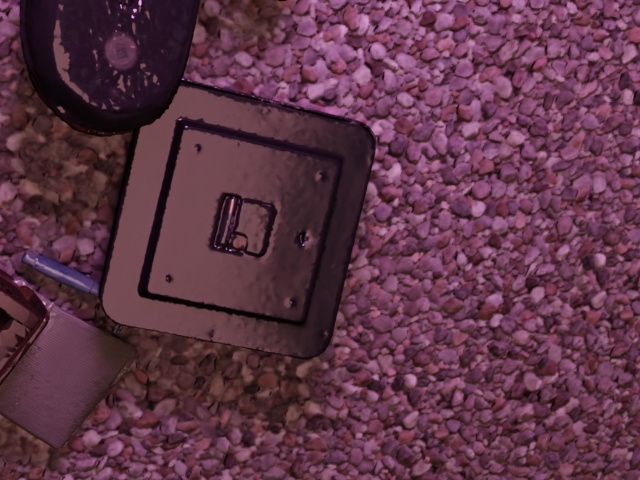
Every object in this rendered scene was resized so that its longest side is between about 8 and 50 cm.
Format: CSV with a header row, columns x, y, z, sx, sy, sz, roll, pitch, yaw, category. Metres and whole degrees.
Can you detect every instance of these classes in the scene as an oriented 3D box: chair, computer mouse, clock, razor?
x,y,z,sx,sy,sz,roll,pitch,yaw,category
-0.339,0.119,1.554,0.319,0.186,0.160,38,89,-24,chair
-0.206,-0.266,1.490,0.183,0.116,0.323,12,90,-34,computer mouse
-0.087,-0.021,1.632,0.273,0.049,0.279,11,95,-20,clock
-0.266,0.046,1.633,0.135,0.040,0.068,26,99,-21,razor
